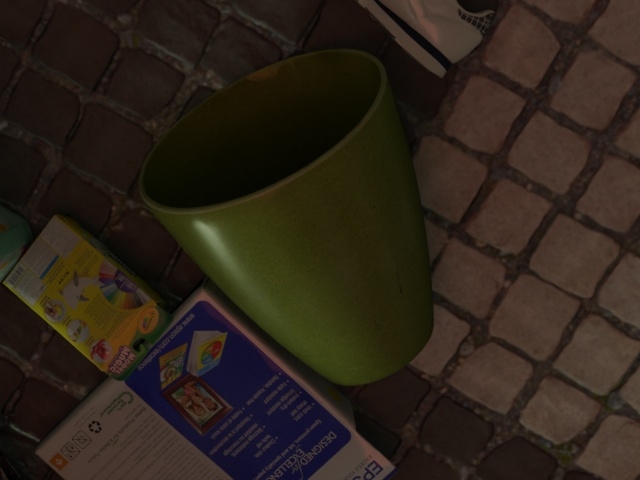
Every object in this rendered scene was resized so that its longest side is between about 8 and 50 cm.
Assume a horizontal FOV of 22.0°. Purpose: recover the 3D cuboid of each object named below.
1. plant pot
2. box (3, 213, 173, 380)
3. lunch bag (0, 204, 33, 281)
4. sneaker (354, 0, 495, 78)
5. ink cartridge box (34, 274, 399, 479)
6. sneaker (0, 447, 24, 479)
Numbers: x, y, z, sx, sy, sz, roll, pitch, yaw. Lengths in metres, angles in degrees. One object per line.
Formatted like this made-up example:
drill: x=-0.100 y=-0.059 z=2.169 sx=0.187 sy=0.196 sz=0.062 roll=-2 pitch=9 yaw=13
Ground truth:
plant pot: x=0.000 y=0.000 z=1.704 sx=0.274 sy=0.275 sz=0.293 roll=-20 pitch=119 yaw=15
box: x=-0.254 y=0.064 z=1.836 sx=0.179 sy=0.043 sz=0.105 roll=41 pitch=100 yaw=10
lunch bag: x=-0.462 y=0.033 z=1.788 sx=0.262 sy=0.223 sz=0.160 roll=-8 pitch=97 yaw=12
sneaker: x=0.071 y=-0.275 z=1.684 sx=0.235 sy=0.090 sz=0.095 roll=44 pitch=97 yaw=-11
ink cartridge box: x=-0.118 y=0.243 z=1.893 sx=0.307 sy=0.072 sz=0.303 roll=43 pitch=108 yaw=-9
sneaker: x=-0.400 y=0.269 z=1.916 sx=0.299 sy=0.121 sz=0.112 roll=43 pitch=106 yaw=-5
